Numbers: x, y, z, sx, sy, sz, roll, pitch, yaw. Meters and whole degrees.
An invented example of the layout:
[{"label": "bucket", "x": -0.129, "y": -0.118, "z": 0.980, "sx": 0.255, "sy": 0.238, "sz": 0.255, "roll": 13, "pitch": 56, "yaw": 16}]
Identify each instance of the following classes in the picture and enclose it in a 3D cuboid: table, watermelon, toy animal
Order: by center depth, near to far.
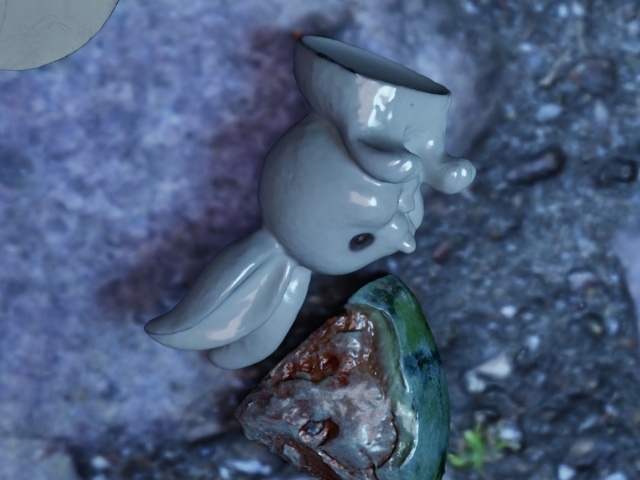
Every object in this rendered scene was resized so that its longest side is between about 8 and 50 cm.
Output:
[{"label": "table", "x": -0.180, "y": -0.168, "z": 0.864, "sx": 0.133, "sy": 0.043, "sz": 0.133, "roll": -1, "pitch": 102, "yaw": -4}, {"label": "toy animal", "x": 0.000, "y": -0.002, "z": 0.878, "sx": 0.131, "sy": 0.104, "sz": 0.221, "roll": 28, "pitch": 101, "yaw": 20}, {"label": "watermelon", "x": 0.016, "y": 0.120, "z": 0.933, "sx": 0.139, "sy": 0.071, "sz": 0.187, "roll": -6, "pitch": 103, "yaw": 1}]
